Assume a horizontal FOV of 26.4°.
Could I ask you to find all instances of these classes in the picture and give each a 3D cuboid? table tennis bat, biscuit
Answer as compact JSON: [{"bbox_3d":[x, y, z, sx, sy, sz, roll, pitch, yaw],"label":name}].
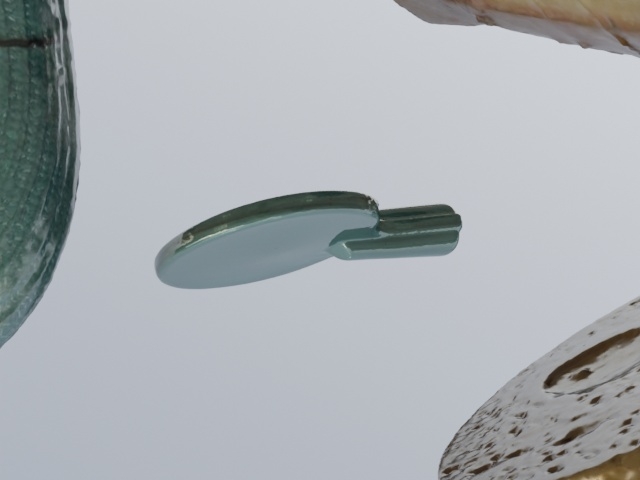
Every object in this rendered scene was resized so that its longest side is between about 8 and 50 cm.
[{"bbox_3d":[0.000,0.000,0.947,0.244,0.153,0.040,-5,-109,-35],"label":"table tennis bat"},{"bbox_3d":[0.145,0.058,0.526,0.208,0.181,0.049,-32,-85,-6],"label":"biscuit"}]

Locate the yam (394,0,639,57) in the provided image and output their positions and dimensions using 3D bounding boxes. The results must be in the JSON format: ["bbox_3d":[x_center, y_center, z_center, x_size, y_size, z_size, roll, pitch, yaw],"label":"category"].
[{"bbox_3d":[0.113,-0.113,0.397,0.129,0.128,0.238,-47,-147,-16],"label":"yam"}]

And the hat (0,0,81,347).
[{"bbox_3d":[-0.132,-0.057,0.359,0.138,0.191,0.078,-7,-161,4],"label":"hat"}]
